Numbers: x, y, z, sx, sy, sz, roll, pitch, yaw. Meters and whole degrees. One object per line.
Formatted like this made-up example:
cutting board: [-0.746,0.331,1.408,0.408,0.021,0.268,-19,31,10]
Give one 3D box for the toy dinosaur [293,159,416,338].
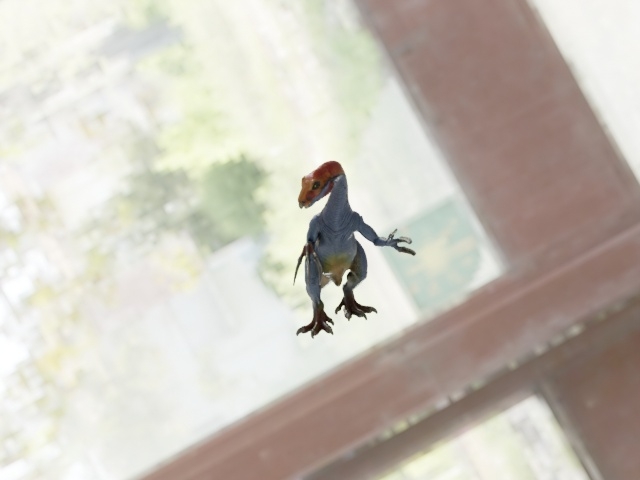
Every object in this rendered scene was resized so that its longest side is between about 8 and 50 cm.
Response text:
toy dinosaur: [0.000,0.000,0.831,0.090,0.047,0.082,33,134,58]
